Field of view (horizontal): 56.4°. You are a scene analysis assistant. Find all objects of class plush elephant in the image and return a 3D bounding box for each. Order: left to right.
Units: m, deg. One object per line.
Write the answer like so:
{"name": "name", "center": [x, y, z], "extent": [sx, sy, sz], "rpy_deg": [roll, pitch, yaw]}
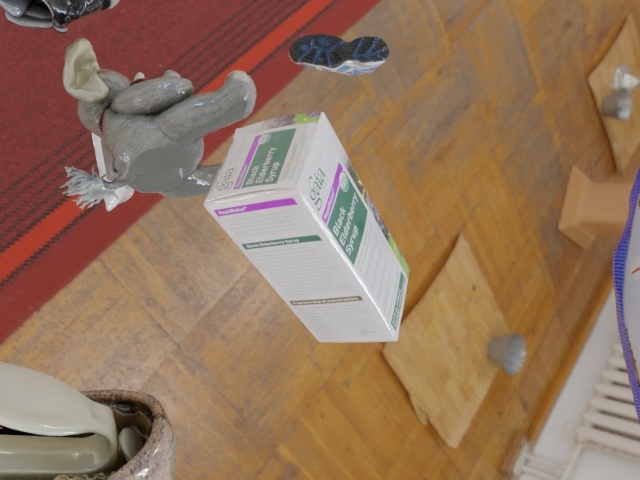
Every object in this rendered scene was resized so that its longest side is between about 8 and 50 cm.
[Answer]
{"name": "plush elephant", "center": [-0.305, -0.207, 1.031], "extent": [0.330, 0.255, 0.271], "rpy_deg": [-21, 151, -19]}

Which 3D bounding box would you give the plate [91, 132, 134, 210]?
{"name": "plate", "center": [-0.492, -0.222, 1.431], "extent": [0.045, 0.278, 0.277], "rpy_deg": [-8, 101, -7]}

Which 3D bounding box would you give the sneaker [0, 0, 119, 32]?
{"name": "sneaker", "center": [-0.450, -0.422, 0.897], "extent": [0.269, 0.101, 0.153], "rpy_deg": [36, 59, -3]}

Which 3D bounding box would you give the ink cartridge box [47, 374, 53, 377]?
{"name": "ink cartridge box", "center": [-0.323, 0.208, 0.713], "extent": [0.048, 0.028, 0.083], "rpy_deg": [-44, 113, -44]}

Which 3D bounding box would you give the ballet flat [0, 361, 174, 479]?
{"name": "ballet flat", "center": [-0.217, 0.092, 0.266], "extent": [0.316, 0.107, 0.106], "rpy_deg": [10, 119, -30]}

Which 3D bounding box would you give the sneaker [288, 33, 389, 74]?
{"name": "sneaker", "center": [0.036, -0.380, 1.256], "extent": [0.211, 0.081, 0.080], "rpy_deg": [1, 74, -13]}

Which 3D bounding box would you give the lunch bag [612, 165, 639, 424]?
{"name": "lunch bag", "center": [0.296, 0.109, 0.207], "extent": [0.239, 0.328, 0.385], "rpy_deg": [-24, 91, -3]}

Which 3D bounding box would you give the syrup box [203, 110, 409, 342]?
{"name": "syrup box", "center": [0.000, 0.000, 0.573], "extent": [0.236, 0.097, 0.093], "rpy_deg": [57, 37, -43]}
